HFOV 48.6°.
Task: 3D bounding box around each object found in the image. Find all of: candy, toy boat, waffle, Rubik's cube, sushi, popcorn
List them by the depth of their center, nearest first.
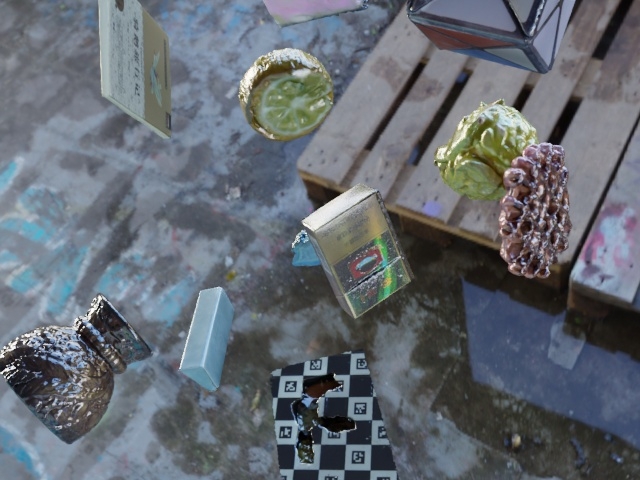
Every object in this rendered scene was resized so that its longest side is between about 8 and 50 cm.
[{"bbox_3d":[0.352,-0.047,1.161,0.055,0.221,0.234,4,21,39],"label":"waffle"},{"bbox_3d":[0.015,0.330,1.208,0.192,0.043,0.280,-15,50,0],"label":"sushi"},{"bbox_3d":[0.307,-0.162,1.285,0.167,0.186,0.187,10,18,-23],"label":"popcorn"},{"bbox_3d":[0.400,-0.582,1.593,0.305,0.307,0.310,22,97,24],"label":"Rubik's cube"},{"bbox_3d":[0.001,-0.607,1.671,0.264,0.116,0.156,-2,52,35],"label":"candy"},{"bbox_3d":[0.000,0.000,1.869,0.237,0.109,0.098,-32,21,48],"label":"toy boat"},{"bbox_3d":[-0.088,-0.382,1.884,0.259,0.260,0.118,-21,48,1],"label":"candy"}]

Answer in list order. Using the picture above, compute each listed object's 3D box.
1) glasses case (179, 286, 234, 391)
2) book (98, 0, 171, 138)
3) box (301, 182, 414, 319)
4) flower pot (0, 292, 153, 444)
[{"bbox_3d":[-0.263,0.231,1.726,0.056,0.105,0.266,-34,30,27],"label":"glasses case"},{"bbox_3d":[-0.329,-0.324,1.285,0.021,0.310,0.217,-4,85,6],"label":"book"},{"bbox_3d":[0.078,0.023,1.443,0.159,0.240,0.071,-35,32,-14],"label":"box"},{"bbox_3d":[-0.540,0.272,1.595,0.267,0.267,0.266,-42,57,-19],"label":"flower pot"}]
